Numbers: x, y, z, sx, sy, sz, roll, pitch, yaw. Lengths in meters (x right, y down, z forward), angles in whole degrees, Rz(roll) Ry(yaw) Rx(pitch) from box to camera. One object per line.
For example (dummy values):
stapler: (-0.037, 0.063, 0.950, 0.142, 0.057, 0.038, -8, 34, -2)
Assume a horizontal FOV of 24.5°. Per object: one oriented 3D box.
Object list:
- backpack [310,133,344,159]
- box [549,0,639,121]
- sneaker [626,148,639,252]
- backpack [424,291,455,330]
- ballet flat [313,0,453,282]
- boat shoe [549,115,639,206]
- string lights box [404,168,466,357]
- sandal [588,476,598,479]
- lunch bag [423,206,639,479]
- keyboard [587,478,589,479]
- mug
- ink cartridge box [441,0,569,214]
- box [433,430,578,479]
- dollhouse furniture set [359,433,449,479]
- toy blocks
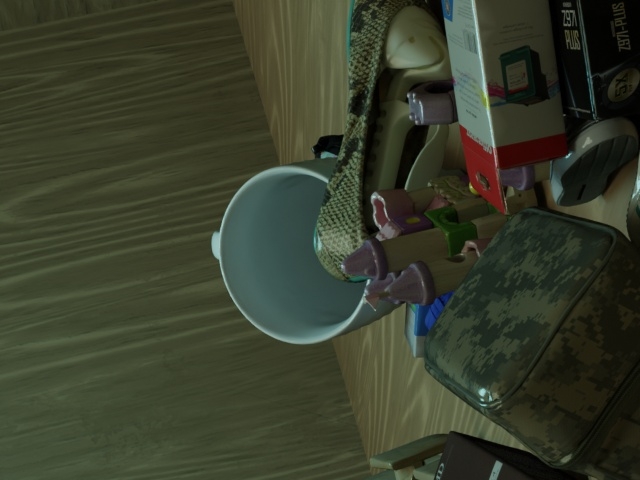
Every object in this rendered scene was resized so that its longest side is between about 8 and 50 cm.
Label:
backpack: (0.086, -0.133, 2.587, 0.182, 0.152, 0.115, 33, 142, 61)
box: (0.262, -0.200, 1.437, 0.180, 0.077, 0.147, -136, 35, -76)
sneaker: (0.323, -0.025, 1.359, 0.075, 0.057, 0.161, -104, 9, -52)
backpack: (0.207, 0.108, 2.042, 0.120, 0.098, 0.101, -126, 53, -62)
ballet flat: (0.114, -0.174, 2.074, 0.182, 0.164, 0.483, -2, 73, 49)
boat shoe: (0.268, -0.099, 1.531, 0.226, 0.083, 0.076, 104, 151, -74)
string lights box: (0.172, 0.031, 2.166, 0.133, 0.076, 0.260, -106, 18, -77)
sandal: (0.332, 0.188, 1.654, 0.079, 0.088, 0.240, 2, 115, 49)
lunch bag: (0.267, 0.121, 1.389, 0.256, 0.212, 0.305, 38, 177, -12)
keyboard: (0.356, 0.416, 1.960, 0.256, 0.014, 0.072, 87, 168, -47)
mug: (0.000, 0.000, 2.371, 0.328, 0.374, 0.276, -16, -77, -58)
ink cartridge box: (0.185, -0.155, 1.478, 0.134, 0.078, 0.231, -122, 21, -72)
box: (0.251, 0.378, 1.888, 0.381, 0.143, 0.191, -171, 99, -79)
dollhouse furniture set: (0.227, 0.499, 2.509, 0.394, 0.256, 0.362, 3, 108, 60)
toy blocks: (0.136, -0.017, 1.832, 0.288, 0.260, 0.309, -131, 31, -62)
